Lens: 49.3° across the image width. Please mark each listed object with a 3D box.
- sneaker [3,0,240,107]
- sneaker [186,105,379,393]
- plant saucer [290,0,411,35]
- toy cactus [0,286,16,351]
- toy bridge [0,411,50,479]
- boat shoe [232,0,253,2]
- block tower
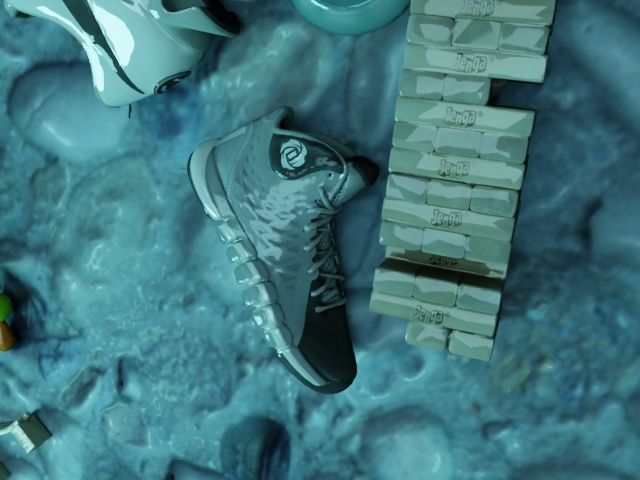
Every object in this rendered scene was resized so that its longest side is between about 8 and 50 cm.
[{"bbox_3d":[-0.216,-0.250,0.532,0.146,0.122,0.330,-34,90,20],"label":"sneaker"},{"bbox_3d":[0.000,0.000,0.539,0.132,0.086,0.228,-29,91,19],"label":"sneaker"},{"bbox_3d":[0.021,-0.214,0.517,0.119,0.021,0.119,4,103,17],"label":"plant saucer"},{"bbox_3d":[-0.386,0.041,0.673,0.181,0.112,0.218,11,114,26],"label":"toy cactus"},{"bbox_3d":[-0.359,0.233,0.737,0.188,0.026,0.063,-42,86,21],"label":"toy bridge"},{"bbox_3d":[-0.073,-0.284,0.508,0.070,0.078,0.219,2,95,17],"label":"boat shoe"},{"bbox_3d":[0.104,-0.094,0.478,0.091,0.097,0.335,10,104,15],"label":"block tower"}]
